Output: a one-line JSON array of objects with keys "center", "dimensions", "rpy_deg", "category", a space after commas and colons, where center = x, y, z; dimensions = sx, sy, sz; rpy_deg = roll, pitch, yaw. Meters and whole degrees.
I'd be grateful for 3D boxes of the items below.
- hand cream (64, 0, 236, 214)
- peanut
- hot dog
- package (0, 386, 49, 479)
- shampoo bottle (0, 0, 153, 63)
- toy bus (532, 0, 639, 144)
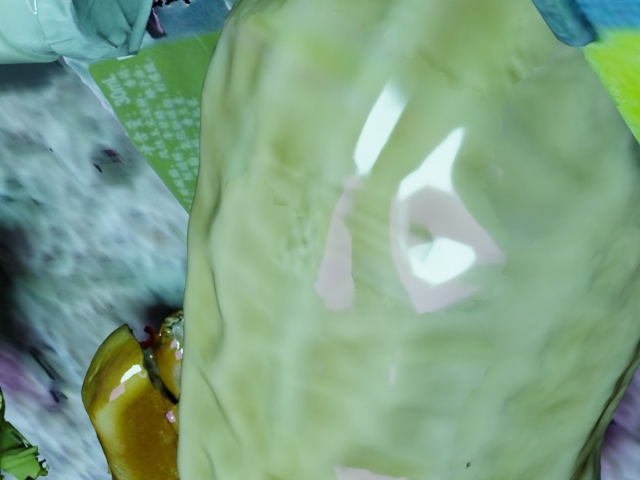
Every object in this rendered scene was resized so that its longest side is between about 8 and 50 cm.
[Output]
[{"center": [0.000, 0.000, 0.657], "dimensions": [0.086, 0.055, 0.235], "rpy_deg": [-14, 124, 38], "category": "hand cream"}, {"center": [0.033, 0.035, 0.564], "dimensions": [0.140, 0.153, 0.325], "rpy_deg": [20, 136, 22], "category": "peanut"}, {"center": [-0.046, 0.095, 0.795], "dimensions": [0.092, 0.062, 0.236], "rpy_deg": [16, 149, 11], "category": "hot dog"}, {"center": [-0.219, 0.029, 0.780], "dimensions": [0.226, 0.090, 0.168], "rpy_deg": [20, 150, 9], "category": "package"}, {"center": [-0.156, -0.089, 0.611], "dimensions": [0.212, 0.049, 0.072], "rpy_deg": [3, 117, 25], "category": "shampoo bottle"}, {"center": [0.212, -0.044, 0.320], "dimensions": [0.312, 0.152, 0.190], "rpy_deg": [6, 145, 44], "category": "toy bus"}]
